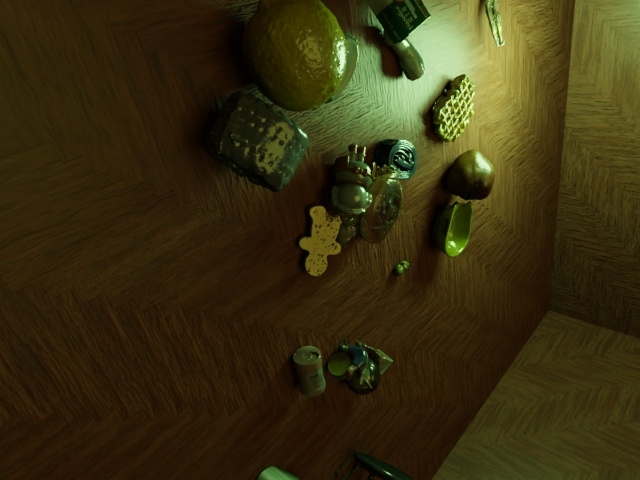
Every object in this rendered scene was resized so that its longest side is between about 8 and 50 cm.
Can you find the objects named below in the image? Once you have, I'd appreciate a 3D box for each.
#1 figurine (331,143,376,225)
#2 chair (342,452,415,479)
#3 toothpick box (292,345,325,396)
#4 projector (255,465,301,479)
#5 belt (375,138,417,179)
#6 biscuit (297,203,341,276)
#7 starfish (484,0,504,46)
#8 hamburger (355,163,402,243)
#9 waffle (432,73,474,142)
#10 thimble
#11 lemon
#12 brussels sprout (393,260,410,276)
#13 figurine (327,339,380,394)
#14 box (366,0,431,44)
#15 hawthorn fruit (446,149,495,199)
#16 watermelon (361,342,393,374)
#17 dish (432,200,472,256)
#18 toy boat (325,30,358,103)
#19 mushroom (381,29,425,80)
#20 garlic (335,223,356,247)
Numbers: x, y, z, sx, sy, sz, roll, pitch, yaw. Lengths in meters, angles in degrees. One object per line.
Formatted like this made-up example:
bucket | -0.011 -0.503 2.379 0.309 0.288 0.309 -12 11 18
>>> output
figurine | 0.107 -0.181 1.456 0.143 0.144 0.271 38 47 -47
chair | 0.207 1.163 1.923 0.365 0.362 0.409 43 66 -46
toothpick box | -0.038 0.457 1.580 0.098 0.099 0.148 -31 126 -37
projector | -0.114 0.976 1.568 0.248 0.249 0.248 -58 137 -17
belt | 0.278 -0.300 1.669 0.190 0.082 0.141 15 92 -47
biscuit | -0.001 0.000 1.483 0.158 0.035 0.240 13 95 -25
starfish | 0.725 -1.084 1.849 0.384 0.132 0.397 26 97 -41
hamburger | 0.201 -0.131 1.609 0.243 0.146 0.285 3 100 -54
waffle | 0.561 -0.556 1.903 0.310 0.065 0.282 -13 115 -48
thimble | -0.157 -0.239 1.127 0.236 0.205 0.172 37 77 -48
lemon | -0.059 -0.455 1.122 0.253 0.254 0.310 -51 135 -22
brussels sprout | 0.344 0.117 1.914 0.083 0.046 0.050 -31 118 -36
figurine | 0.146 0.518 1.775 0.158 0.161 0.275 -25 130 10
box | 0.238 -0.741 1.422 0.199 0.081 0.135 50 64 -14
hawthorn fruit | 0.677 -0.304 2.028 0.208 0.208 0.248 43 53 -46
watermelon | 0.238 0.484 1.896 0.121 0.098 0.158 -27 118 -39
dish | 0.593 -0.063 2.074 0.221 0.108 0.262 -11 113 -45
toy boat | 0.032 -0.521 1.348 0.134 0.079 0.207 21 99 -41
mushroom | 0.291 -0.652 1.564 0.223 0.081 0.091 41 53 -43
garlic | 0.080 -0.026 1.555 0.074 0.094 0.112 -8 113 -11
